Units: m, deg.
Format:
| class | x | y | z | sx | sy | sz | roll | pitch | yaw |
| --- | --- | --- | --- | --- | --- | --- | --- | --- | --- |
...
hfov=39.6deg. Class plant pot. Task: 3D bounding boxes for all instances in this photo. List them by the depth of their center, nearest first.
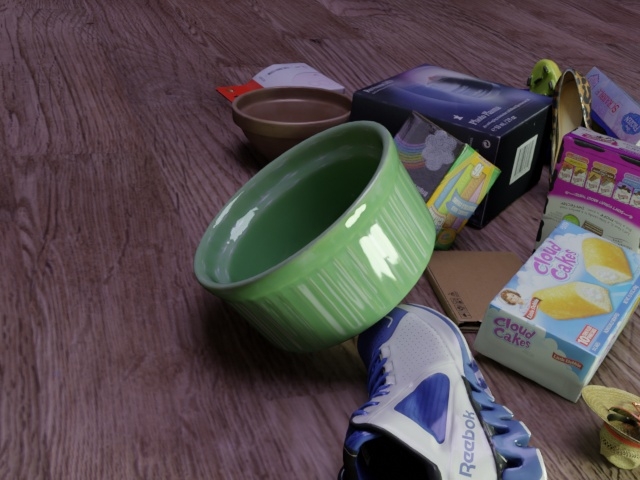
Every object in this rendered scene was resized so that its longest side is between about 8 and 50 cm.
| class | x | y | z | sx | sy | sz | roll | pitch | yaw |
| --- | --- | --- | --- | --- | --- | --- | --- | --- | --- |
| plant pot | -0.050 | -0.210 | 1.691 | 0.237 | 0.110 | 0.237 | 2 | 26 | -1 |

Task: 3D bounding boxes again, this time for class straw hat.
| class | x | y | z | sx | sy | sz | roll | pitch | yaw |
| --- | --- | --- | --- | --- | --- | --- | --- | --- | --- |
| straw hat | 0.355 | 0.230 | 1.029 | 0.144 | 0.061 | 0.144 | 20 | 18 | -7 |

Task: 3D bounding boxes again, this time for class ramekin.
| class | x | y | z | sx | sy | sz | roll | pitch | yaw |
| --- | --- | --- | --- | --- | --- | --- | --- | --- | --- |
| ramekin | 0.000 | 0.000 | 1.143 | 0.303 | 0.148 | 0.303 | -30 | 27 | 17 |

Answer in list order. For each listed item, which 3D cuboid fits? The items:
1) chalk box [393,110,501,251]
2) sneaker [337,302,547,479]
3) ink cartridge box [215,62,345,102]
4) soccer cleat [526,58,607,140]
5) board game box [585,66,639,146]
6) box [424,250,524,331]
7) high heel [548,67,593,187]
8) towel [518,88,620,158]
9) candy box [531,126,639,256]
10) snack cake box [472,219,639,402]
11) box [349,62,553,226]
| class | x | y | z | sx | sy | sz | roll | pitch | yaw |
| --- | --- | --- | --- | --- | --- | --- | --- | --- | --- |
| chalk box | 0.160 | -0.072 | 1.430 | 0.132 | 0.213 | 0.132 | 41 | 10 | 38 |
| sneaker | 0.089 | 0.187 | 0.975 | 0.182 | 0.128 | 0.315 | -4 | 31 | -24 |
| ink cartridge box | -0.091 | -0.343 | 2.000 | 0.232 | 0.066 | 0.189 | -6 | 31 | -32 |
| soccer cleat | 0.511 | -0.239 | 1.806 | 0.121 | 0.093 | 0.289 | -7 | 66 | -28 |
| board game box | 0.657 | -0.169 | 1.685 | 0.318 | 0.066 | 0.318 | 33 | 22 | -18 |
| box | 0.252 | 0.073 | 1.339 | 0.164 | 0.021 | 0.201 | 1 | 28 | -12 |
| high heel | 0.447 | -0.173 | 1.605 | 0.093 | 0.186 | 0.261 | -1 | 55 | 26 |
| towel | 0.546 | -0.249 | 1.953 | 0.308 | 0.076 | 0.228 | -4 | 45 | -21 |
| candy box | 0.427 | -0.037 | 1.360 | 0.159 | 0.234 | 0.071 | 26 | 33 | 30 |
| snack cake box | 0.341 | 0.088 | 1.224 | 0.152 | 0.089 | 0.264 | 28 | 40 | 21 |
| box | 0.243 | -0.193 | 1.668 | 0.294 | 0.183 | 0.296 | 21 | 30 | 26 |
